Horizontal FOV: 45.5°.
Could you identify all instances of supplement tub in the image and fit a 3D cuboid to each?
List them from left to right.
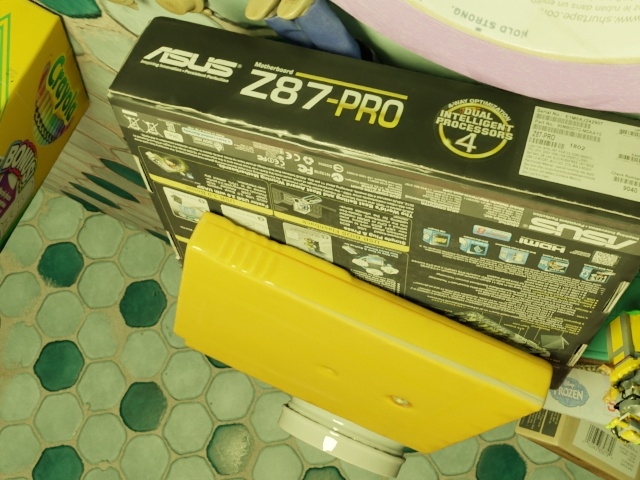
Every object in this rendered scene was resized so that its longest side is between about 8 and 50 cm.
[{"bbox_3d":[0.088,0.171,1.178,0.235,0.325,0.235,23,172,4],"label":"supplement tub"}]

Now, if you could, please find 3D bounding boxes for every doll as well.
[{"bbox_3d":[0.028,-0.135,0.612,0.129,0.046,0.189,16,166,44],"label":"doll"}]

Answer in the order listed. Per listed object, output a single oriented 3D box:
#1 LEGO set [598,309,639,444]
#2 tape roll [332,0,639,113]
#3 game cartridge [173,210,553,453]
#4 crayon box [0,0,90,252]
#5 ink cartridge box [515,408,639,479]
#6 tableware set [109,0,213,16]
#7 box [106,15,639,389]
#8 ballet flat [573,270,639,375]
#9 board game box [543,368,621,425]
[{"bbox_3d":[0.387,0.150,0.576,0.331,0.192,0.255,36,129,-14],"label":"LEGO set"},{"bbox_3d":[0.087,-0.155,0.275,0.274,0.090,0.275,24,170,5],"label":"tape roll"},{"bbox_3d":[0.015,0.106,0.747,0.323,0.053,0.285,26,154,-2],"label":"game cartridge"},{"bbox_3d":[-0.440,-0.121,1.006,0.106,0.313,0.363,30,169,-7],"label":"crayon box"},{"bbox_3d":[0.429,0.254,1.186,0.234,0.193,0.088,31,166,-31],"label":"ink cartridge box"},{"bbox_3d":[-0.166,-0.236,0.634,0.141,0.020,0.169,21,168,12],"label":"tableware set"},{"bbox_3d":[0.049,-0.011,0.655,0.394,0.097,0.318,14,150,12],"label":"box"},{"bbox_3d":[0.260,0.087,0.919,0.182,0.164,0.482,16,173,-34],"label":"ballet flat"},{"bbox_3d":[0.448,0.192,0.917,0.317,0.066,0.318,7,176,-20],"label":"board game box"}]
